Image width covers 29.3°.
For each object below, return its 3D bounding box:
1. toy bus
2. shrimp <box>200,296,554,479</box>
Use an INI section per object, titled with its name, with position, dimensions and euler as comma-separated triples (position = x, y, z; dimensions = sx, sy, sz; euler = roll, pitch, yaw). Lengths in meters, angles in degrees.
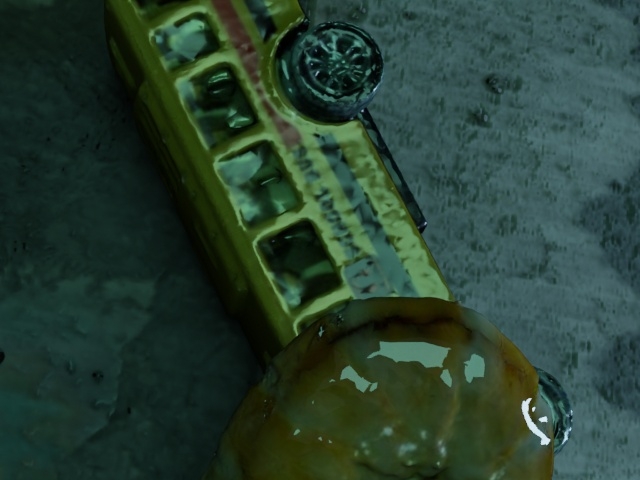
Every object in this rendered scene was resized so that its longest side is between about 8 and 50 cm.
[toy bus]
position = 0.000, 0.000, 0.655
dimensions = 0.123, 0.121, 0.335
euler = -24, 79, -15
[shrimp]
position = 0.001, 0.155, 0.570
dimensions = 0.152, 0.063, 0.287
euler = 30, 103, -11
